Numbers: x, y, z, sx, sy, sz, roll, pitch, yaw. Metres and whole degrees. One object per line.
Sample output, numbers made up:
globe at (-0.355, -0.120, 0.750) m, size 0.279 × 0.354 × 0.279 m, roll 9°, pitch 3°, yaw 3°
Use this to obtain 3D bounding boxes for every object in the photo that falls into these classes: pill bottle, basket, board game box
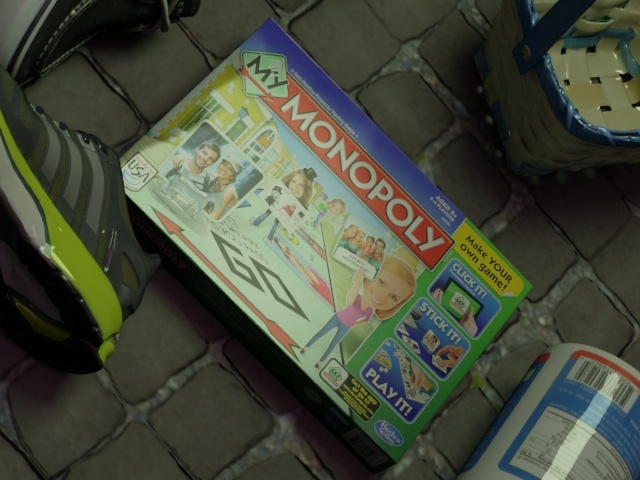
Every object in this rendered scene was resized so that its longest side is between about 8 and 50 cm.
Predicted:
pill bottle at (0.172, 0.197, 1.152) m, size 0.124 × 0.124 × 0.221 m, roll 44°, pitch 60°, yaw -6°
basket at (0.273, -0.176, 1.238) m, size 0.254 × 0.289 × 0.201 m, roll -7°, pitch 75°, yaw -29°
board game box at (0.000, 0.000, 1.186) m, size 0.317 × 0.046 × 0.213 m, roll 45°, pitch 60°, yaw -5°

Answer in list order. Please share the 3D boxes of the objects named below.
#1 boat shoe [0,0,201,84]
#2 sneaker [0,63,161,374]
boat shoe at (-0.140, -0.222, 1.153) m, size 0.119 × 0.121 × 0.335 m, roll 38°, pitch 58°, yaw -4°
sneaker at (-0.215, -0.054, 1.046) m, size 0.121 × 0.111 × 0.300 m, roll -51°, pitch 125°, yaw -48°
